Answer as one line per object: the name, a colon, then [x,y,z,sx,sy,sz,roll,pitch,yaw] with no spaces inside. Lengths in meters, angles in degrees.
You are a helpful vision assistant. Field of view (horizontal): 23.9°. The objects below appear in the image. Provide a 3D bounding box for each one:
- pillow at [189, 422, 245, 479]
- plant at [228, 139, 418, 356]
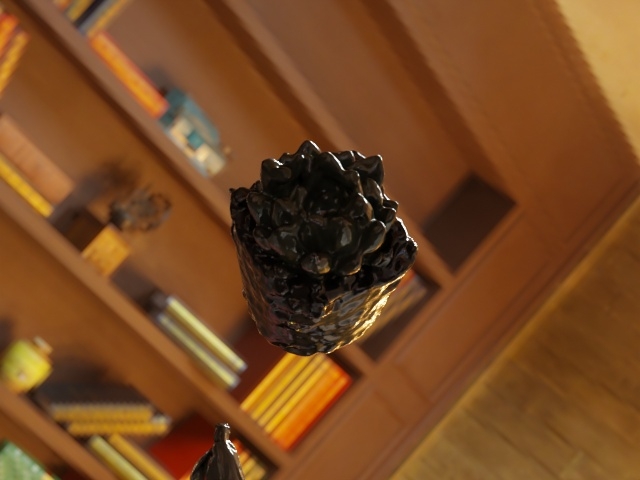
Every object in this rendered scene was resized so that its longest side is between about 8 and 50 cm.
pillow: [-0.095,0.290,1.525,0.255,0.059,0.169,102,-32,-70]
plant: [0.000,0.000,1.220,0.129,0.132,0.194,56,-23,27]
